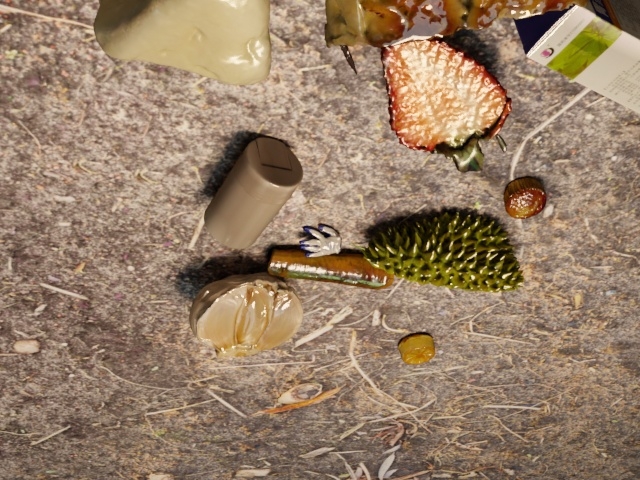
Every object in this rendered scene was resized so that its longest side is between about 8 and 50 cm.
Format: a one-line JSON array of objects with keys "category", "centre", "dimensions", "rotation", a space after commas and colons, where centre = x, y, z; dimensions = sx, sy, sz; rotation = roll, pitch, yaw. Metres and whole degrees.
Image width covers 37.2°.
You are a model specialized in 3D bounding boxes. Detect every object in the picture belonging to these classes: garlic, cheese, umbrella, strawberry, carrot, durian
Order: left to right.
[{"category": "cheese", "centre": [-0.140, -0.331, 1.278], "dimensions": [0.251, 0.174, 0.248], "rotation": [21, 141, -30]}, {"category": "garlic", "centre": [-0.148, 0.126, 1.863], "dimensions": [0.229, 0.143, 0.178], "rotation": [11, 118, -28]}, {"category": "carrot", "centre": [0.020, 0.054, 1.863], "dimensions": [0.260, 0.070, 0.070], "rotation": [6, 138, -16]}, {"category": "umbrella", "centre": [0.038, -0.298, 1.478], "dimensions": [0.013, 0.022, 0.122], "rotation": [-39, 150, -4]}, {"category": "strawberry", "centre": [0.191, -0.237, 1.521], "dimensions": [0.188, 0.106, 0.286], "rotation": [-28, 125, 15]}, {"category": "durian", "centre": [0.249, 0.043, 1.830], "dimensions": [0.355, 0.158, 0.169], "rotation": [8, 154, -20]}]

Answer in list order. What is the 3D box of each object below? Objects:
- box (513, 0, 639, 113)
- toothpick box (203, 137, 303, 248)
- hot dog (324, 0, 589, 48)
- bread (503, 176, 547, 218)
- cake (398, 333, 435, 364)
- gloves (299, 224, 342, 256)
[{"category": "box", "centre": [0.415, -0.313, 1.387], "dimensions": [0.299, 0.200, 0.106], "rotation": [17, 135, -28]}, {"category": "toothpick box", "centre": [-0.117, -0.079, 1.637], "dimensions": [0.111, 0.111, 0.181], "rotation": [15, 136, -26]}, {"category": "hot dog", "centre": [0.151, -0.454, 1.152], "dimensions": [0.367, 0.196, 0.366], "rotation": [-13, 122, -1]}, {"category": "bread", "centre": [0.386, -0.075, 1.785], "dimensions": [0.085, 0.053, 0.085], "rotation": [-6, 141, -5]}, {"category": "cake", "centre": [0.218, 0.245, 2.148], "dimensions": [0.084, 0.044, 0.084], "rotation": [-6, 142, -4]}, {"category": "gloves", "centre": [0.000, 0.000, 1.813], "dimensions": [0.086, 0.026, 0.064], "rotation": [-4, 107, -12]}]
